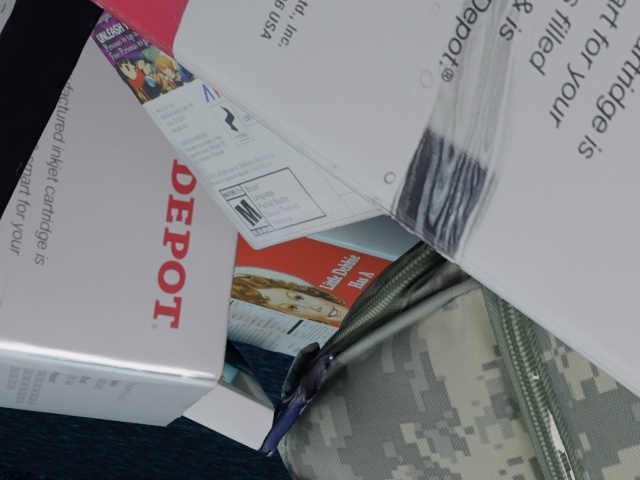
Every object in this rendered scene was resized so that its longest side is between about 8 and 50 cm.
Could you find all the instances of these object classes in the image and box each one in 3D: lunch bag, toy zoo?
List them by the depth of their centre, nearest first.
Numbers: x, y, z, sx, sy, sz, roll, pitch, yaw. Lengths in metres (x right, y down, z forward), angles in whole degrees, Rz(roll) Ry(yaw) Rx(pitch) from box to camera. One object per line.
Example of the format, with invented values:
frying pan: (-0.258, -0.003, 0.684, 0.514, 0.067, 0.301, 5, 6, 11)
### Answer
lunch bag: (0.156, 0.041, 0.640, 0.305, 0.212, 0.256, -31, -170, -37)
toy zoo: (-0.131, 0.058, 1.068, 0.192, 0.030, 0.293, 30, -178, -14)

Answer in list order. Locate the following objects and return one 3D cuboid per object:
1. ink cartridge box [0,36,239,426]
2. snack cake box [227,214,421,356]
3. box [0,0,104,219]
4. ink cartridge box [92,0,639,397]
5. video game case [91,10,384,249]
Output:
ink cartridge box: (-0.179, -0.031, 0.759, 0.270, 0.198, 0.197, 9, 165, -11)
snack cake box: (0.000, 0.000, 0.967, 0.152, 0.089, 0.264, 16, 161, -9)
box: (-0.244, -0.109, 0.474, 0.294, 0.183, 0.296, 22, 165, 5)
ink cartridge box: (0.071, -0.081, 0.362, 0.237, 0.172, 0.100, 37, -159, 28)
video game case: (-0.012, -0.103, 0.573, 0.210, 0.042, 0.232, 54, 147, -14)
